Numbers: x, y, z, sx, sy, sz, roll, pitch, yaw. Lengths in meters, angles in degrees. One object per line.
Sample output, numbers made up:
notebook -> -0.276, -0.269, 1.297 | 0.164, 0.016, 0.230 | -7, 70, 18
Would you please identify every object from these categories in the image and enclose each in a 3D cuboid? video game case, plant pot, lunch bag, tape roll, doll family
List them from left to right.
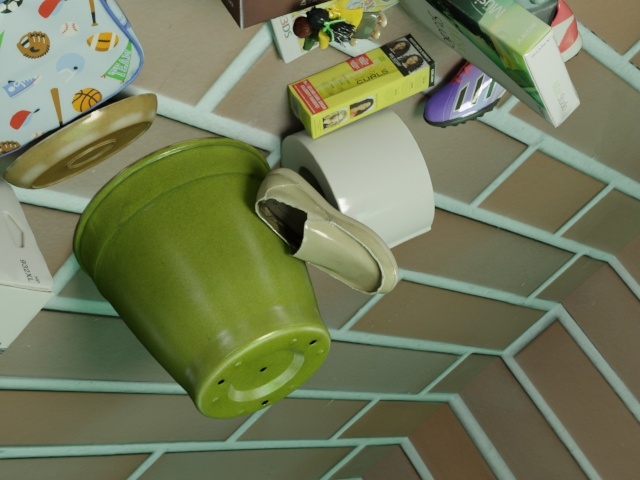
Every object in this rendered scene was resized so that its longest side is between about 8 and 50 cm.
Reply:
lunch bag -> -0.375, -0.234, 1.198 | 0.303, 0.115, 0.243 | -32, 148, 1
plant pot -> -0.321, -0.129, 1.368 | 0.236, 0.032, 0.236 | -31, -179, 1
plant pot -> -0.167, 0.086, 1.630 | 0.366, 0.353, 0.366 | -24, 150, -15
video game case -> 0.022, -0.378, 1.451 | 0.227, 0.026, 0.206 | -30, 151, -6
doll family -> 0.035, -0.288, 1.174 | 0.111, 0.076, 0.193 | -2, 135, -37
tape roll -> 0.060, -0.093, 1.695 | 0.169, 0.246, 0.246 | -24, 149, -17

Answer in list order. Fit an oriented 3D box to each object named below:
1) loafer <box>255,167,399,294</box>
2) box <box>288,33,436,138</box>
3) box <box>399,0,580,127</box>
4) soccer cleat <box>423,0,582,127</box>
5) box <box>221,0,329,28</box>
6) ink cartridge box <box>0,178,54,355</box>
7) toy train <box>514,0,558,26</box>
loafer -> 0.000, 0.000, 1.546 | 0.092, 0.268, 0.102 | -42, 167, -46
box -> 0.068, -0.253, 1.626 | 0.232, 0.087, 0.058 | -24, 147, -13
box -> 0.209, -0.306, 1.387 | 0.058, 0.322, 0.232 | -48, 151, 3
soccer cleat -> 0.310, -0.317, 1.769 | 0.318, 0.108, 0.116 | -31, 129, 2
box -> 0.030, -0.417, 1.235 | 0.381, 0.191, 0.143 | -20, 148, -20
ink cartridge box -> -0.537, 0.080, 1.392 | 0.307, 0.223, 0.129 | -46, 148, 21
toy train -> 0.279, -0.430, 1.456 | 0.142, 0.190, 0.334 | -23, 149, -19
